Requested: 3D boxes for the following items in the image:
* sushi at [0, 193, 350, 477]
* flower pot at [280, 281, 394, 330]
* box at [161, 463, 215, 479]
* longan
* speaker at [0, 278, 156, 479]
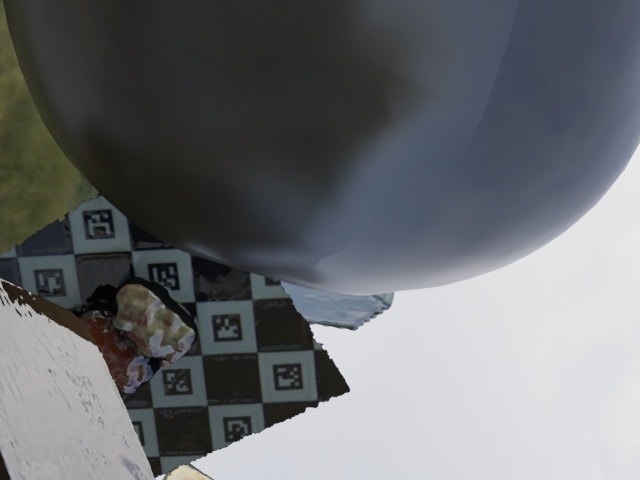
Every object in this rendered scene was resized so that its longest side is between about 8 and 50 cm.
[{"bbox_3d":[-0.163,0.096,0.822,0.290,0.264,0.050,-28,-164,10],"label":"sushi"},{"bbox_3d":[0.000,0.000,1.376,0.209,0.239,0.190,-9,-121,38],"label":"flower pot"},{"bbox_3d":[-0.147,0.386,1.003,0.084,0.198,0.310,-61,174,29],"label":"box"},{"bbox_3d":[0.020,-0.153,0.447,0.361,0.361,0.361,-45,-151,33],"label":"longan"},{"bbox_3d":[-0.180,0.150,0.486,0.153,0.192,0.231,-32,-113,5],"label":"speaker"}]
